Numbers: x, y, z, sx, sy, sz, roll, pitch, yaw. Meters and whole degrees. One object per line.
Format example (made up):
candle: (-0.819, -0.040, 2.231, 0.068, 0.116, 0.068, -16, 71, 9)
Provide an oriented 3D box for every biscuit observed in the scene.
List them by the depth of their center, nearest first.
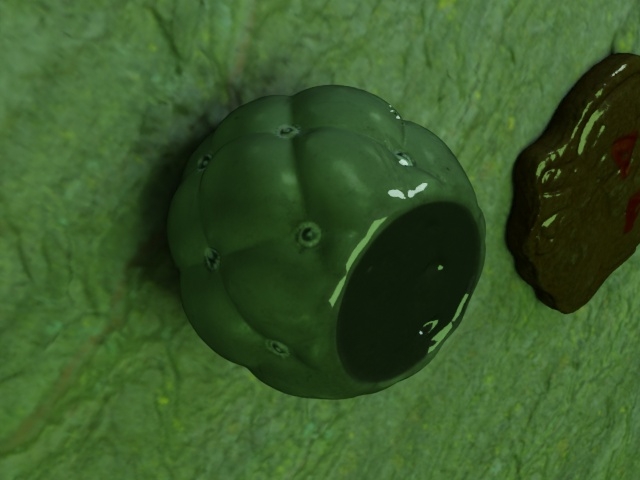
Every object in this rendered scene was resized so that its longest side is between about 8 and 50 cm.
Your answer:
biscuit: (0.297, -0.059, 1.585, 0.257, 0.049, 0.273, -45, 140, -17)

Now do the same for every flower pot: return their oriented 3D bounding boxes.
flower pot: (0.000, 0.000, 1.160, 0.246, 0.195, 0.246, -28, 132, -36)
